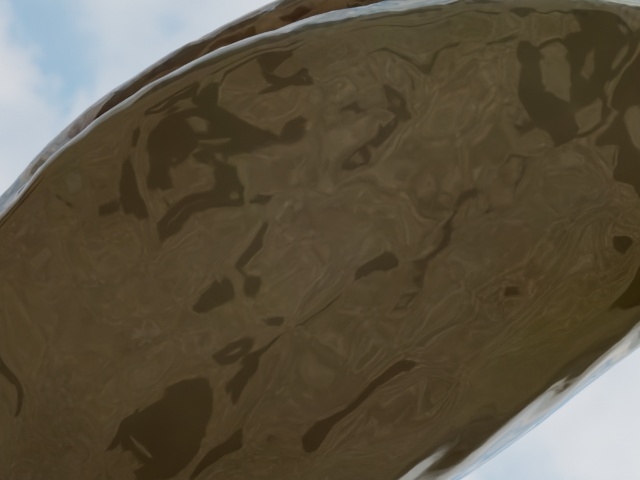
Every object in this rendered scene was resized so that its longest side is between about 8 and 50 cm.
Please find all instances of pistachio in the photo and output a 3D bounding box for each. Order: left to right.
[{"bbox_3d":[0.000,0.000,0.552,0.288,0.166,0.197,-38,-51,1],"label":"pistachio"}]
